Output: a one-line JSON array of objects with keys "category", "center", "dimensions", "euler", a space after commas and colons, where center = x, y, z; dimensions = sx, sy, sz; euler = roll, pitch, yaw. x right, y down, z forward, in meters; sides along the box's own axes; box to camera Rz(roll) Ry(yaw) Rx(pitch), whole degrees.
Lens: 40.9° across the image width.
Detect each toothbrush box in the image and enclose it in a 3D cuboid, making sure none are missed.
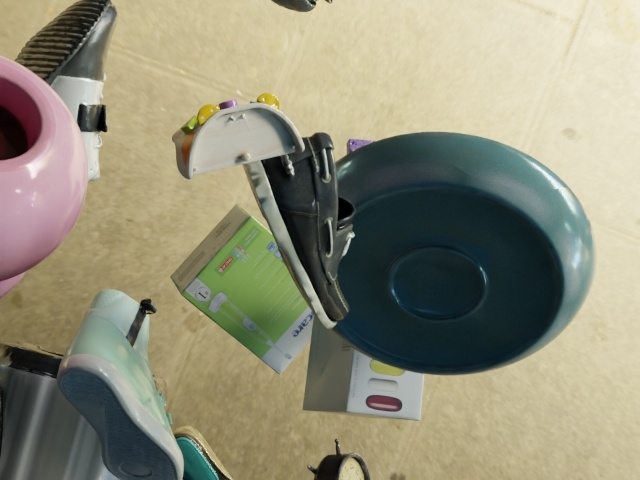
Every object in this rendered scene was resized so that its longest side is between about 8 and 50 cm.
[{"category": "toothbrush box", "center": [-0.126, 0.099, 1.742], "dimensions": [0.283, 0.122, 0.206], "euler": [42, 88, -24]}]

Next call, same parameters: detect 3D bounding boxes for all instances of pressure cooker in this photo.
[{"category": "pressure cooker", "center": [-0.507, 0.427, 1.643], "dimensions": [0.375, 0.370, 0.420], "euler": [12, 81, 10]}]

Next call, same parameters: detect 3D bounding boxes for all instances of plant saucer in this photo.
[{"category": "plant saucer", "center": [0.121, 0.035, 0.886], "dimensions": [0.317, 0.044, 0.318], "euler": [6, 128, 7]}]

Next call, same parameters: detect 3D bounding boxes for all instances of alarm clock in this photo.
[{"category": "alarm clock", "center": [0.042, 0.435, 1.444], "dimensions": [0.064, 0.129, 0.192], "euler": [-11, 125, 29]}]

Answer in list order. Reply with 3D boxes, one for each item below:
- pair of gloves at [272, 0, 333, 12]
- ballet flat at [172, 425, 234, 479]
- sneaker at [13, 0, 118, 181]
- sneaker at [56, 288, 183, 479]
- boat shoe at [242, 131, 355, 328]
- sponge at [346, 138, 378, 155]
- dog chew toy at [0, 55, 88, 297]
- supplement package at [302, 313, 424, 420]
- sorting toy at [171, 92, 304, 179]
[{"category": "pair of gloves", "center": [-0.094, -0.436, 1.310], "dimensions": [0.204, 0.240, 0.042], "euler": [15, 69, 24]}, {"category": "ballet flat", "center": [-0.155, 0.378, 1.309], "dimensions": [0.080, 0.073, 0.232], "euler": [-30, 95, 2]}, {"category": "sneaker", "center": [-0.329, -0.149, 1.091], "dimensions": [0.146, 0.122, 0.330], "euler": [36, 77, -45]}, {"category": "sneaker", "center": [-0.209, 0.172, 1.000], "dimensions": [0.094, 0.151, 0.256], "euler": [-6, 131, 12]}, {"category": "boat shoe", "center": [0.000, 0.000, 0.752], "dimensions": [0.079, 0.233, 0.084], "euler": [-26, 51, -6]}, {"category": "sponge", "center": [0.121, -0.128, 1.946], "dimensions": [0.117, 0.031, 0.210], "euler": [4, 68, -15]}, {"category": "dog chew toy", "center": [-0.346, -0.024, 0.790], "dimensions": [0.206, 0.332, 0.207], "euler": [18, 53, -26]}, {"category": "supplement package", "center": [0.084, 0.186, 1.557], "dimensions": [0.145, 0.204, 0.262], "euler": [11, 77, -21]}, {"category": "sorting toy", "center": [-0.066, -0.074, 0.583], "dimensions": [0.083, 0.075, 0.045], "euler": [-16, 106, -25]}]
